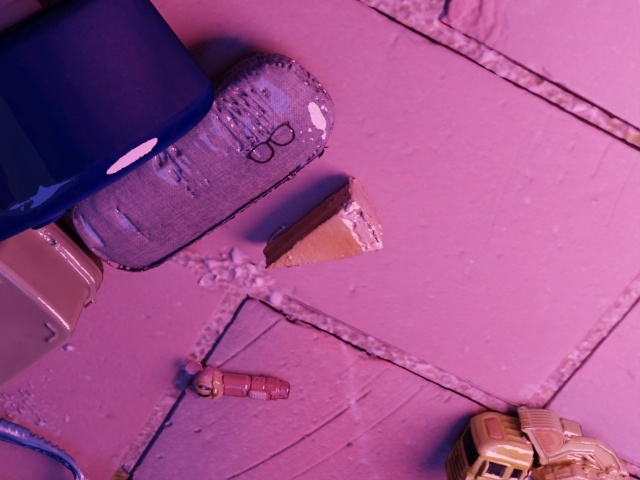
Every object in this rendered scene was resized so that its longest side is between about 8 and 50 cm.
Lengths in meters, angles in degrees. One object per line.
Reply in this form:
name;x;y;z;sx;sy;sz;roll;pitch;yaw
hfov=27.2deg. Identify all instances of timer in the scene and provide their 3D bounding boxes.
timer;-0.284;-0.209;1.048;0.270;0.270;0.383;-23;105;19

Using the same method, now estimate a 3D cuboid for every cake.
cake;0.000;0.000;1.255;0.121;0.052;0.065;-32;118;23

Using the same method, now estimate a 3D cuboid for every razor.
razor;-0.347;0.215;1.443;0.253;0.042;0.082;29;163;-12

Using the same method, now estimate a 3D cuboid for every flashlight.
flashlight;-0.087;0.153;1.379;0.110;0.031;0.052;6;124;1

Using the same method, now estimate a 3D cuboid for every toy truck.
toy truck;0.235;0.237;1.376;0.191;0.085;0.116;17;115;-10

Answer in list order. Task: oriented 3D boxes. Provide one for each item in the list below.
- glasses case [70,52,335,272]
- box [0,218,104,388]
glasses case;-0.110;-0.067;1.211;0.282;0.067;0.109;-34;113;23
box;-0.324;0.063;1.280;0.210;0.129;0.148;-33;117;23
